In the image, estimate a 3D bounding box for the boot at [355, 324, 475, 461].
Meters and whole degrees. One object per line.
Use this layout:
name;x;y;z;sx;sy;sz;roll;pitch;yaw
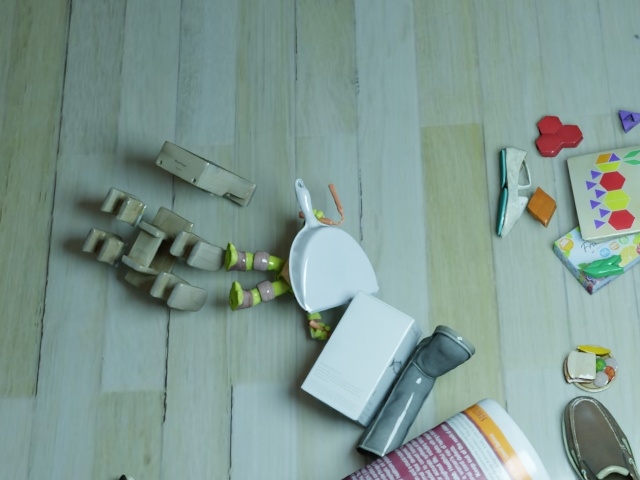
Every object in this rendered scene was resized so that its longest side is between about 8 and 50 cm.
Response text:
boot;0.139;0.237;1.739;0.076;0.190;0.208;39;69;3

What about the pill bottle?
pill bottle;0.130;0.412;1.634;0.392;0.224;0.224;-28;66;-5

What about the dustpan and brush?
dustpan and brush;0.000;0.000;1.837;0.147;0.060;0.211;-15;92;-31

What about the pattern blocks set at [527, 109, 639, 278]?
pattern blocks set;0.482;-0.079;1.867;0.285;0.026;0.325;-3;56;15

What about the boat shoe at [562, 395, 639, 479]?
boat shoe;0.431;0.341;1.690;0.095;0.095;0.258;-19;65;-1

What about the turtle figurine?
turtle figurine;-0.045;0.042;1.886;0.217;0.087;0.270;-2;82;-17

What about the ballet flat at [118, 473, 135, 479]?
ballet flat;-0.279;0.444;1.782;0.049;0.057;0.173;-2;59;-38

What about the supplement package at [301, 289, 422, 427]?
supplement package;0.067;0.186;1.794;0.105;0.105;0.179;28;82;19

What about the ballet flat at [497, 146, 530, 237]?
ballet flat;0.325;-0.082;1.914;0.052;0.057;0.168;6;68;0

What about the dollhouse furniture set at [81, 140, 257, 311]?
dollhouse furniture set;-0.237;-0.023;1.936;0.212;0.161;0.242;29;93;27

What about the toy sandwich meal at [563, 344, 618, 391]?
toy sandwich meal;0.422;0.196;1.791;0.085;0.029;0.086;-3;66;7

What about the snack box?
snack box;0.465;0.008;1.862;0.141;0.037;0.100;-33;64;-8
